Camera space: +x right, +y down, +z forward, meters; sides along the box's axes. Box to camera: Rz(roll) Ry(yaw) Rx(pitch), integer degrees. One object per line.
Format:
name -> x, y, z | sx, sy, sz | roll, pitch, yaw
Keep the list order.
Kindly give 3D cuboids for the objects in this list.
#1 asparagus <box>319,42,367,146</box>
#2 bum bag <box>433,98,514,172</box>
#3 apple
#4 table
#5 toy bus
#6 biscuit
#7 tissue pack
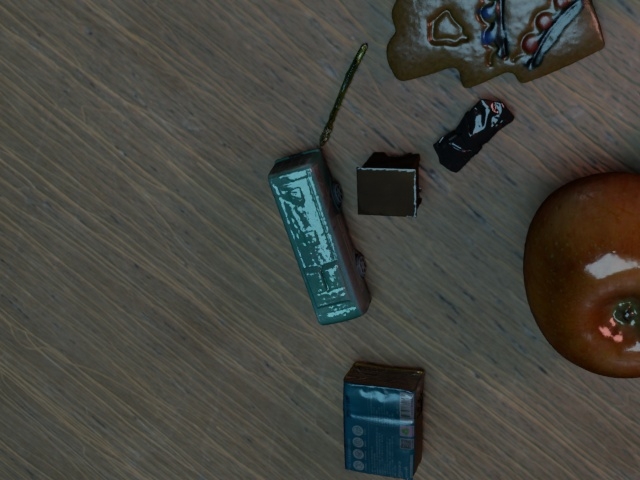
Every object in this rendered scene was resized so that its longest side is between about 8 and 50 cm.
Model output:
asparagus -> 0.030, -0.206, 1.282 | 0.016, 0.013, 0.166 | 33, 117, 15
bum bag -> 0.208, -0.146, 1.238 | 0.058, 0.034, 0.124 | 35, 118, -14
apple -> 0.385, 0.048, 1.157 | 0.252, 0.206, 0.271 | 13, 123, 18
table -> 0.101, -0.081, 1.271 | 0.083, 0.082, 0.070 | 3, 112, 16
toy bus -> 0.000, 0.000, 1.326 | 0.091, 0.109, 0.261 | -15, 107, 16
biscuit -> 0.225, -0.311, 1.160 | 0.302, 0.043, 0.278 | 20, 116, 9
tissue pack -> 0.100, 0.283, 1.419 | 0.120, 0.082, 0.169 | 5, 113, 16
